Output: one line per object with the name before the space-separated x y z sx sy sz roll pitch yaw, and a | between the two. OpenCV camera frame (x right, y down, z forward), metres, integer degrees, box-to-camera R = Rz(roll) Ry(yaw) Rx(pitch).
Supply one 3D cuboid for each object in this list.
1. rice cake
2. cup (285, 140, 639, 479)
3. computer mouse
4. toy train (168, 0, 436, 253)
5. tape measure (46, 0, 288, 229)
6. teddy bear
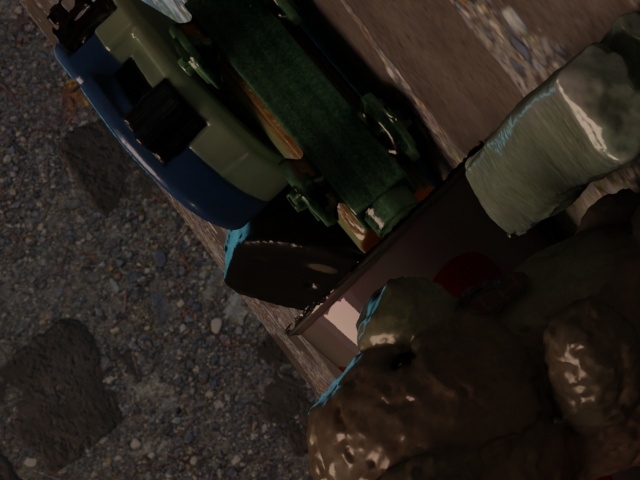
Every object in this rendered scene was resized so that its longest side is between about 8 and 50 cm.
rice cake | 0.136 -0.054 1.062 0.066 0.063 0.336 56 171 3
cup | 0.141 0.100 1.300 0.288 0.203 0.203 45 171 1
computer mouse | 0.000 0.000 1.740 0.170 0.100 0.269 16 166 -6
toy train | -0.010 -0.106 1.517 0.285 0.116 0.177 50 -178 18
tape measure | -0.093 -0.102 1.673 0.215 0.098 0.351 52 -166 22
teddy bear | 0.116 0.072 1.013 0.236 0.267 0.151 167 84 -80
